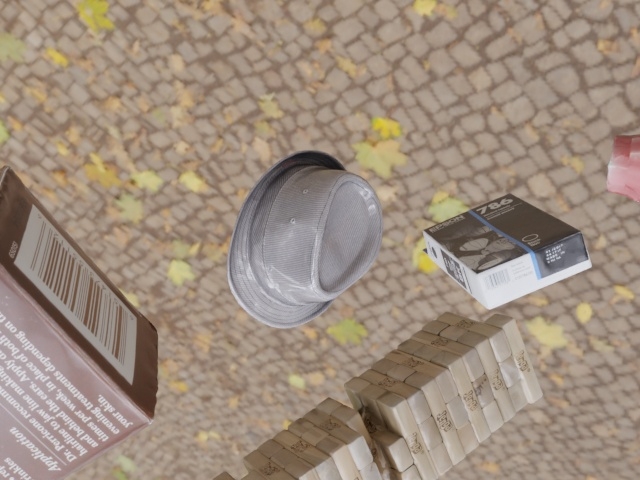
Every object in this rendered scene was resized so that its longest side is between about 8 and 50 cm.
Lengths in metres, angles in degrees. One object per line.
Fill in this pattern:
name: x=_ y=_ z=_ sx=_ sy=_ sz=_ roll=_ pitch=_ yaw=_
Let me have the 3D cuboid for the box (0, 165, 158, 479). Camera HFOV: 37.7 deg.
box: x=-0.329 y=0.136 z=0.710 sx=0.381 sy=0.143 sz=0.191 roll=-33 pitch=116 yaw=7

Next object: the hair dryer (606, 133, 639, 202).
hair dryer: x=0.318 y=-0.022 z=0.617 sx=0.293 sy=0.080 sz=0.223 roll=11 pitch=174 yaw=-19

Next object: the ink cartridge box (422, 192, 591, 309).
ink cartridge box: x=0.265 y=0.002 z=1.443 sx=0.165 sy=0.332 sz=0.065 roll=-23 pitch=106 yaw=-5

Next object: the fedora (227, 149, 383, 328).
fedora: x=0.000 y=0.000 z=1.379 sx=0.124 sy=0.275 sz=0.244 roll=4 pitch=149 yaw=47

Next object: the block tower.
block tower: x=0.043 y=0.186 z=0.849 sx=0.097 sy=0.335 sz=0.091 roll=14 pitch=131 yaw=61
